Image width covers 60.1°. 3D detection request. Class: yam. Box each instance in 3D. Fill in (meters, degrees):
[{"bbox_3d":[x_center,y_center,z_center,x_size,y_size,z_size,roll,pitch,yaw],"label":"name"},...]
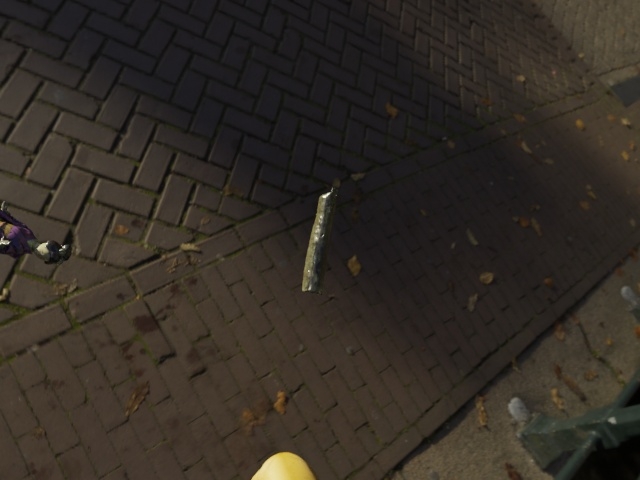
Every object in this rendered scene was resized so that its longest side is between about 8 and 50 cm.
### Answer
[{"bbox_3d":[0.000,0.000,0.674,0.027,0.033,0.130,10,85,7],"label":"yam"}]

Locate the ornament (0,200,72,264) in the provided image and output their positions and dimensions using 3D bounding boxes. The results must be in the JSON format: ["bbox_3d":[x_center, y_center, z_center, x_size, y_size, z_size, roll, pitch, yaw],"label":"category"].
[{"bbox_3d":[-0.449,-0.007,0.756,0.202,0.081,0.088,17,100,-16],"label":"ornament"}]

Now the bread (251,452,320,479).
[{"bbox_3d":[-0.019,0.345,0.542,0.091,0.305,0.142,30,98,-19],"label":"bread"}]
